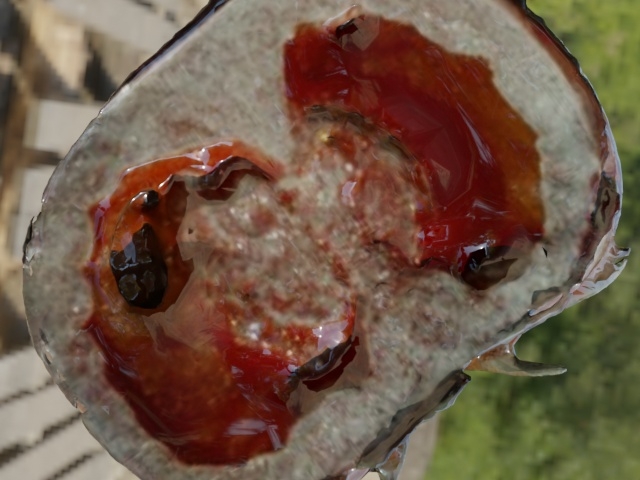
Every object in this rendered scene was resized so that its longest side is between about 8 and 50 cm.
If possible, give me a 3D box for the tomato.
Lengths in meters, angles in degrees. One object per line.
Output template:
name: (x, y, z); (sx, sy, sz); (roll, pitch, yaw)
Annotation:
tomato: (0.000, 0.000, 0.739); (0.214, 0.181, 0.155); (-36, 177, -4)
